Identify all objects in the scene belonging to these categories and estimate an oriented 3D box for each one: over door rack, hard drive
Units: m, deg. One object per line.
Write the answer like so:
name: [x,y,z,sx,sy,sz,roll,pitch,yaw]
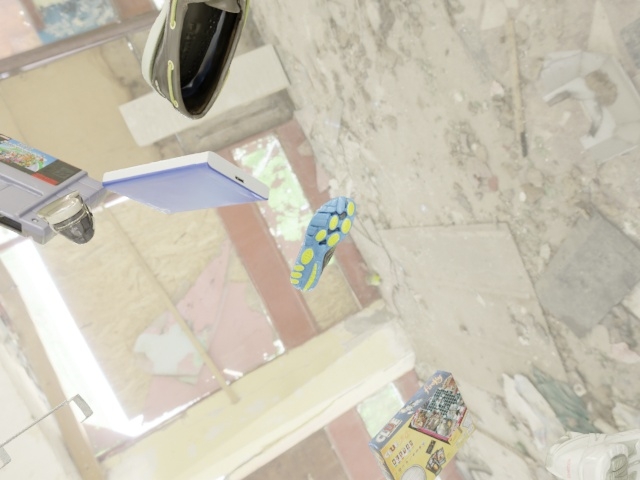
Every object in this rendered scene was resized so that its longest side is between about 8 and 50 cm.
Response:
over door rack: [-0.617,0.362,0.847,0.108,0.239,0.324,61,-173,9]
hard drive: [-0.307,-0.123,1.102,0.210,0.318,0.040,28,-118,-56]

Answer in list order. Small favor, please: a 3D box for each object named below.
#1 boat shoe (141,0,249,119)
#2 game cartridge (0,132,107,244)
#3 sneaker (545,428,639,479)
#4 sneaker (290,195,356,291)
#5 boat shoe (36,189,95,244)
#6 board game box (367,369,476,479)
boat shoe: [-0.096,-0.216,0.424,0.069,0.081,0.228,49,131,23]
game cartridge: [-0.695,-0.137,1.064,0.355,0.230,0.068,24,129,0]
sneaker: [0.423,0.320,0.722,0.115,0.232,0.090,-5,74,54]
sneaker: [0.000,0.000,0.837,0.078,0.067,0.188,-77,13,-66]
boat shoe: [-0.414,-0.036,0.793,0.206,0.075,0.065,19,141,57]
board game box: [0.227,0.424,1.041,0.042,0.243,0.165,-1,119,57]
